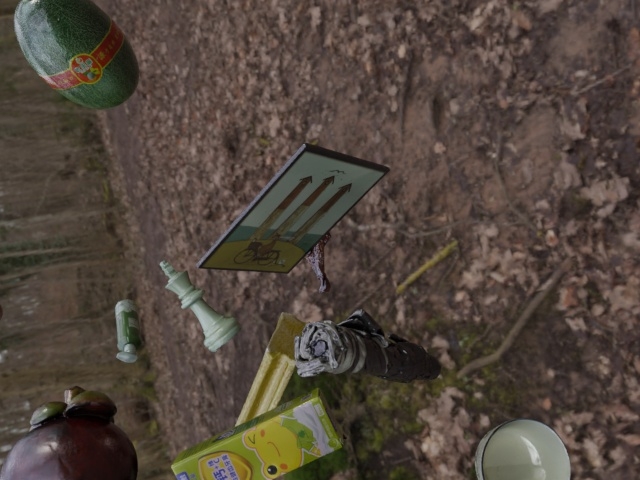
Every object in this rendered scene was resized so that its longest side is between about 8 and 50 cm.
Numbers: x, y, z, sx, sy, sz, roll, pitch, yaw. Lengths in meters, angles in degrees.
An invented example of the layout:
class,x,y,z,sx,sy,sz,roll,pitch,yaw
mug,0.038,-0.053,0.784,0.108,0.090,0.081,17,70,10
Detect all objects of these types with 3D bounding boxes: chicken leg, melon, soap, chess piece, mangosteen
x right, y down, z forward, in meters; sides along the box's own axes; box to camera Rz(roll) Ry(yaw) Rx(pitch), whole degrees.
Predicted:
class,x,y,z,sx,sy,sz,roll,pitch,yaw
chicken leg,-0.005,-0.003,1.360,0.090,0.048,0.219,11,95,43
melon,-0.479,-0.379,1.274,0.287,0.182,0.182,46,-166,-45
soap,-0.128,0.363,1.744,0.199,0.091,0.314,-70,1,-59
chess piece,-0.180,0.087,0.939,0.149,0.059,0.059,51,167,1
mangosteen,-0.337,0.293,0.885,0.200,0.200,0.199,166,90,-78

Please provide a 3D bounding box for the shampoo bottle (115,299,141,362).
class,x,y,z,sx,sy,sz,roll,pitch,yaw
shampoo bottle,-0.497,0.236,1.680,0.204,0.065,0.065,-119,19,-52

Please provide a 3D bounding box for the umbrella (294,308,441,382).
class,x,y,z,sx,sy,sz,roll,pitch,yaw
umbrella,0.097,0.201,1.170,0.113,0.358,0.106,-32,57,32

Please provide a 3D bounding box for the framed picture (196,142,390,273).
class,x,y,z,sx,sy,sz,roll,pitch,yaw
framed picture,-0.048,-0.043,1.200,0.324,0.244,0.013,-45,60,28

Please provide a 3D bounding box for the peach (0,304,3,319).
class,x,y,z,sx,sy,sz,roll,pitch,yaw
peach,-0.903,0.198,1.767,0.083,0.083,0.083,166,90,-78

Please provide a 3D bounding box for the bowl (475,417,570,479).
class,x,y,z,sx,sy,sz,roll,pitch,yaw
bowl,0.490,0.566,1.637,0.126,0.238,0.237,127,128,-71

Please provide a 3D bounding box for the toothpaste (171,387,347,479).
class,x,y,z,sx,sy,sz,roll,pitch,yaw
toothpaste,-0.119,0.407,1.269,0.077,0.328,0.110,-91,-24,-87
